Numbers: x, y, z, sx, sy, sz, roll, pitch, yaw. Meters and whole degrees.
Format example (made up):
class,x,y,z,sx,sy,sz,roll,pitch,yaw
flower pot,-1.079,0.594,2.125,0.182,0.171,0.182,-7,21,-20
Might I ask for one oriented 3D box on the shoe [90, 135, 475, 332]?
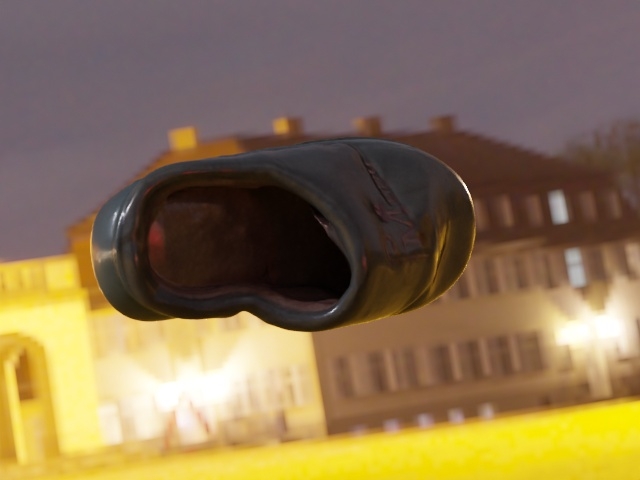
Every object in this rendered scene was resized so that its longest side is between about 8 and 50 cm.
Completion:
class,x,y,z,sx,sy,sz,roll,pitch,yaw
shoe,0.000,0.000,1.059,0.251,0.103,0.100,-6,10,-34
